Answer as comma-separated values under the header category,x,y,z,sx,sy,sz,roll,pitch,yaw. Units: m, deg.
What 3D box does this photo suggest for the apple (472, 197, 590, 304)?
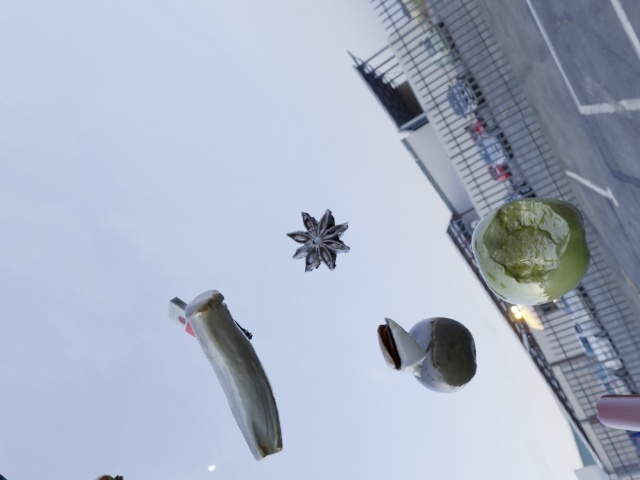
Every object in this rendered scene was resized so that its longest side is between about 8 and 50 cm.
category,x,y,z,sx,sy,sz,roll,pitch,yaw
apple,0.523,0.029,1.095,0.279,0.279,0.279,46,-153,-33

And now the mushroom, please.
category,x,y,z,sx,sy,sz,roll,pitch,yaw
mushroom,-0.169,0.264,0.874,0.352,0.094,0.123,63,-173,4

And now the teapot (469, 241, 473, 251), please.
category,x,y,z,sx,sy,sz,roll,pitch,yaw
teapot,0.598,0.002,1.402,0.129,0.294,0.193,46,-118,-6

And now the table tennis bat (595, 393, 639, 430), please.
category,x,y,z,sx,sy,sz,roll,pitch,yaw
table tennis bat,0.369,0.152,0.368,0.310,0.200,0.038,122,159,-69

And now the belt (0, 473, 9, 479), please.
category,x,y,z,sx,sy,sz,roll,pitch,yaw
belt,-0.785,0.625,1.058,0.179,0.065,0.100,42,-132,-19

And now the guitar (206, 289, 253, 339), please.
category,x,y,z,sx,sy,sz,roll,pitch,yaw
guitar,-0.377,0.310,1.777,0.271,0.038,0.084,42,-121,-1

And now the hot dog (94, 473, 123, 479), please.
category,x,y,z,sx,sy,sz,roll,pitch,yaw
hot dog,-0.606,0.710,1.114,0.250,0.104,0.076,-42,-45,-45

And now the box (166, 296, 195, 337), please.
category,x,y,z,sx,sy,sz,roll,pitch,yaw
box,-0.537,0.304,1.743,0.152,0.100,0.048,28,-146,13

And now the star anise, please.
category,x,y,z,sx,sy,sz,roll,pitch,yaw
star anise,-0.001,0.000,1.607,0.109,0.235,0.224,-9,-87,-75

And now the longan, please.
category,x,y,z,sx,sy,sz,roll,pitch,yaw
longan,0.478,0.445,1.733,0.289,0.288,0.350,57,-160,-13

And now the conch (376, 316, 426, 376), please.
category,x,y,z,sx,sy,sz,roll,pitch,yaw
conch,0.211,0.283,1.164,0.176,0.104,0.094,60,-176,17
